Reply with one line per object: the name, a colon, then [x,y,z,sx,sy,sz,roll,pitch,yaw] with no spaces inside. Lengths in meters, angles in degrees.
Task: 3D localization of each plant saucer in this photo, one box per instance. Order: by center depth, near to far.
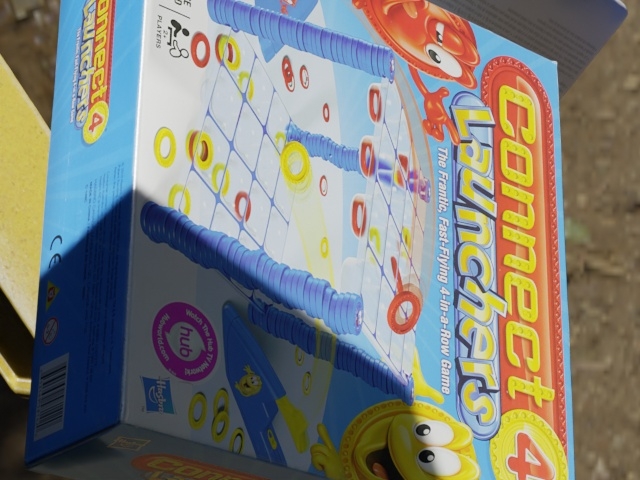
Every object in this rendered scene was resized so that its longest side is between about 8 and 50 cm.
plant saucer: [-0.233,0.000,1.409,0.081,0.333,0.333,-36,98,-18]

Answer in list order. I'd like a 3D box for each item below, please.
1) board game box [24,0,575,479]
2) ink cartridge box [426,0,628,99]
board game box: [0.000,0.000,1.040,0.086,0.302,0.308,-26,55,45]
ink cartridge box: [0.084,-0.120,1.389,0.060,0.275,0.239,45,104,28]
